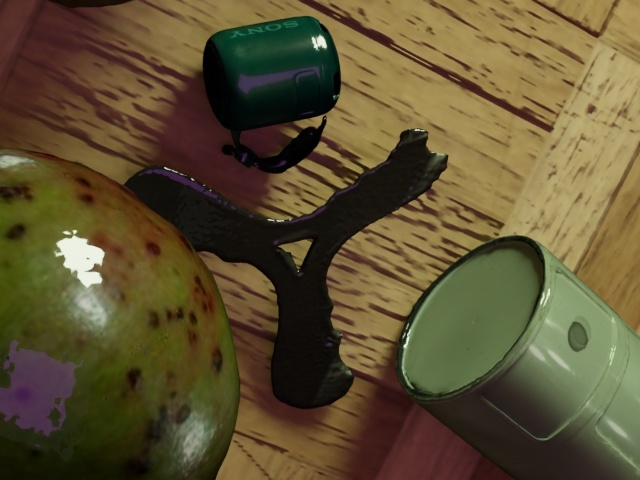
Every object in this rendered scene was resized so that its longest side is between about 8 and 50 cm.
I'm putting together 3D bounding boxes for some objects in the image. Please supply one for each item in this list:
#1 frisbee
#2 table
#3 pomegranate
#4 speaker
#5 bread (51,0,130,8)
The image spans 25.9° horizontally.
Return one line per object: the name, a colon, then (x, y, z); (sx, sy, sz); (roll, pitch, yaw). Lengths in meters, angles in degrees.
frisbee: (0.000, 0.000, 0.852); (0.187, 0.012, 0.211); (-34, 120, 2)
table: (0.167, 0.109, 0.902); (0.220, 0.126, 0.126); (40, 89, -24)
pomegranate: (-0.167, 0.108, 0.706); (0.242, 0.242, 0.306); (27, 66, -23)
speaker: (-0.027, -0.081, 0.818); (0.075, 0.060, 0.094); (-13, 108, -14)
bread: (-0.119, -0.231, 0.704); (0.230, 0.123, 0.230); (-3, 109, -8)
